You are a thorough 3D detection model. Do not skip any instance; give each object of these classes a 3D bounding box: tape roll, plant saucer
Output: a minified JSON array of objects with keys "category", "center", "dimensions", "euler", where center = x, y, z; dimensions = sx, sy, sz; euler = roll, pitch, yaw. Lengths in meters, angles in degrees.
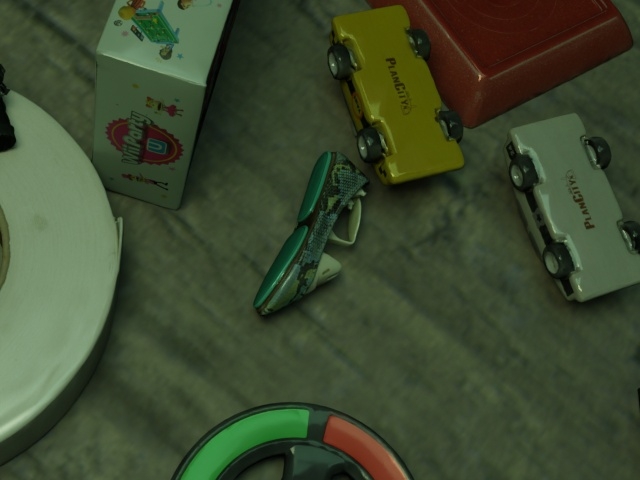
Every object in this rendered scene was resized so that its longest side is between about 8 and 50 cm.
[{"category":"tape roll","center":[-0.367,0.023,0.888],"dimensions":[0.392,0.072,0.392],"euler":[5,63,-10]},{"category":"plant saucer","center":[0.194,-0.281,1.170],"dimensions":[0.258,0.047,0.259],"euler":[-27,72,-23]}]

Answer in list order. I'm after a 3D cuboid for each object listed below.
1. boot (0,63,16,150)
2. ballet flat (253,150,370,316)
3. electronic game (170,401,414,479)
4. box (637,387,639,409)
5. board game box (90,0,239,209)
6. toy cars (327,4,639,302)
[{"category":"boot","center":[-0.327,-0.121,0.902],"dimensions":[0.121,0.045,0.099],"euler":[-11,69,-25]},{"category":"ballet flat","center":[0.000,0.000,0.984],"dimensions":[0.070,0.070,0.188],"euler":[24,65,1]},{"category":"electronic game","center":[-0.020,0.246,0.864],"dimensions":[0.229,0.048,0.229],"euler":[5,63,-9]},{"category":"box","center":[0.329,0.161,0.914],"dimensions":[0.029,0.162,0.116],"euler":[6,63,-8]},{"category":"board game box","center":[-0.126,-0.216,0.971],"dimensions":[0.098,0.224,0.303],"euler":[17,62,-6]},{"category":"toy cars","center":[0.157,-0.080,1.045],"dimensions":[0.394,0.087,0.176],"euler":[32,67,1]}]
